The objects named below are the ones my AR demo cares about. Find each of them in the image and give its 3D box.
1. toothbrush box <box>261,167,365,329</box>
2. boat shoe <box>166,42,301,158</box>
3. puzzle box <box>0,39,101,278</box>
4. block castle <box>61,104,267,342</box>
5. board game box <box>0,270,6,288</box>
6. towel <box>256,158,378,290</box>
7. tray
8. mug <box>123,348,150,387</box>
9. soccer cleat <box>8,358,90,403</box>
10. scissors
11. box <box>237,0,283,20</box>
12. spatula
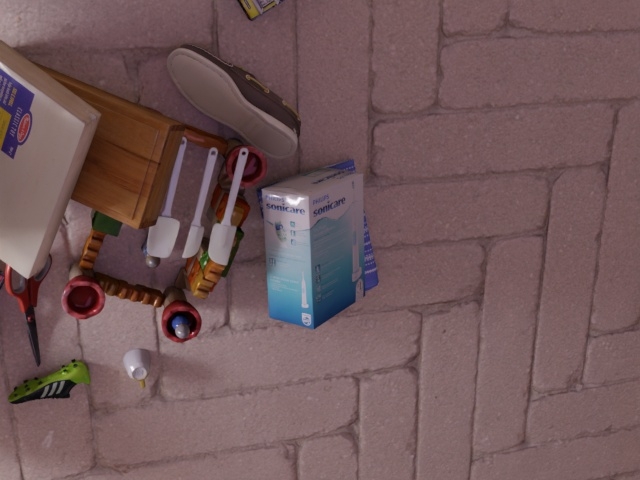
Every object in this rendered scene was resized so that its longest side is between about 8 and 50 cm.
[{"bbox_3d":[-0.009,0.010,1.733,0.216,0.126,0.295,-29,123,-51],"label":"toothbrush box"},{"bbox_3d":[-0.172,-0.301,1.668,0.324,0.096,0.117,36,136,-23],"label":"boat shoe"},{"bbox_3d":[-0.572,-0.147,1.461,0.272,0.052,0.409,37,126,3],"label":"puzzle box"},{"bbox_3d":[-0.321,-0.028,1.659,0.303,0.213,0.453,19,103,-24],"label":"block castle"},{"bbox_3d":[-0.739,0.125,1.666,0.194,0.060,0.194,29,99,-26],"label":"board game box"},{"bbox_3d":[0.000,0.000,1.871,0.243,0.040,0.335,-18,115,-12],"label":"towel"},{"bbox_3d":[-0.471,-0.193,1.498,0.411,0.076,0.202,23,104,13],"label":"tray"},{"bbox_3d":[-0.411,0.293,1.835,0.062,0.064,0.078,-44,117,1],"label":"mug"},{"bbox_3d":[-0.602,0.331,1.791,0.179,0.060,0.072,-23,117,-12],"label":"soccer cleat"},{"bbox_3d":[-0.629,0.151,1.709,0.109,0.021,0.296,-18,126,-56],"label":"scissors"},{"bbox_3d":[-0.133,-0.581,1.601,0.159,0.044,0.233,-34,117,-3],"label":"box"},{"bbox_3d":[-0.233,-0.073,1.544,0.168,0.019,0.241,10,107,-18],"label":"spatula"}]
